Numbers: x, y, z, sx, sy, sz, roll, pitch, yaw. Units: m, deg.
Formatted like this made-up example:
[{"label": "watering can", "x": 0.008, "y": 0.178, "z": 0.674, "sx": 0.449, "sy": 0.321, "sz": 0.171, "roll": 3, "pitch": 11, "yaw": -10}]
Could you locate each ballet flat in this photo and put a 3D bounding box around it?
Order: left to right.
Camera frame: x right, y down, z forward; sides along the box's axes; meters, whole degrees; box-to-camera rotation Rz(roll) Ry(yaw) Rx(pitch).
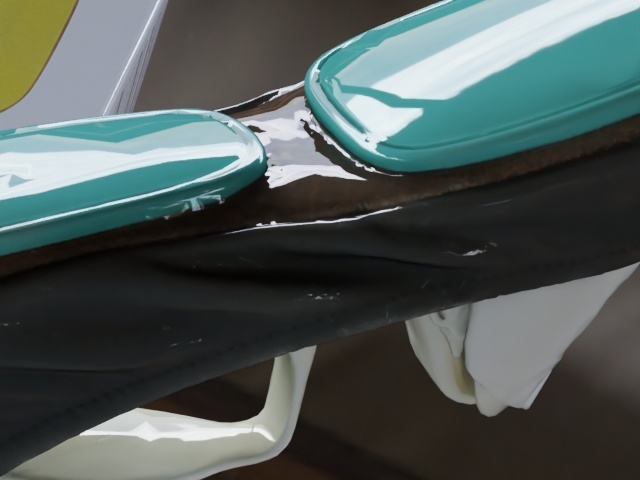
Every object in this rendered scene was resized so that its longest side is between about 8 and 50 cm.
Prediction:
[{"label": "ballet flat", "x": 0.000, "y": 0.000, "z": 0.464, "sx": 0.280, "sy": 0.096, "sz": 0.095, "roll": -15, "pitch": 31, "yaw": -7}]

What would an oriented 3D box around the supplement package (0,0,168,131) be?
[{"label": "supplement package", "x": -0.201, "y": -0.013, "z": 0.769, "sx": 0.199, "sy": 0.198, "sz": 0.263, "roll": 21, "pitch": 41, "yaw": -3}]
